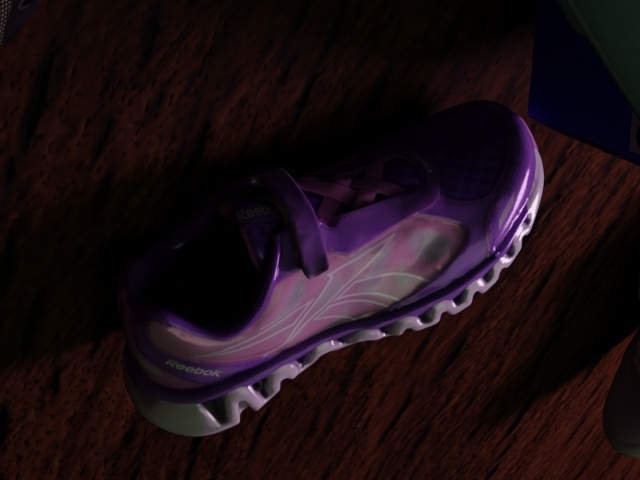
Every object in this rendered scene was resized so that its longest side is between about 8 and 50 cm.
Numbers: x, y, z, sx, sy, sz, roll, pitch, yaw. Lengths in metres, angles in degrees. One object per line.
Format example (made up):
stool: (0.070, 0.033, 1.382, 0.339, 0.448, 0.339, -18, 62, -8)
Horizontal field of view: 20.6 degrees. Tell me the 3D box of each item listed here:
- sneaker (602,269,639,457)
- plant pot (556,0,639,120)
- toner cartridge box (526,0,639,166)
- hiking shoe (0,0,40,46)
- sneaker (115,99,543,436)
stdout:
sneaker: (0.248, 0.048, 1.208, 0.121, 0.099, 0.262, 0, 130, -37)
plant pot: (0.195, -0.200, 0.486, 0.334, 0.341, 0.341, -27, 156, 16)
toner cartridge box: (0.292, -0.081, 0.855, 0.348, 0.165, 0.075, -3, 108, -22)
hiking shoe: (-0.129, -0.109, 0.548, 0.114, 0.086, 0.227, -27, 161, -44)
sneaker: (0.000, 0.000, 0.845, 0.236, 0.095, 0.104, -31, 145, -4)
